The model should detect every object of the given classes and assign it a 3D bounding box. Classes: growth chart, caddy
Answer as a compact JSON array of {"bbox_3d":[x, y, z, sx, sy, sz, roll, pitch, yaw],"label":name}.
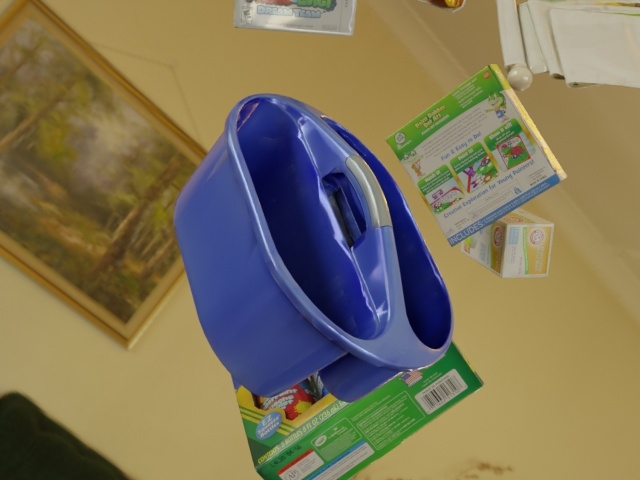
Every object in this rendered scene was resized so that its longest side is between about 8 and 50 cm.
[{"bbox_3d":[0.236,-0.135,0.581,0.237,0.172,0.021,10,-49,11],"label":"growth chart"},{"bbox_3d":[0.000,0.000,0.847,0.241,0.179,0.341,13,44,-42],"label":"caddy"}]

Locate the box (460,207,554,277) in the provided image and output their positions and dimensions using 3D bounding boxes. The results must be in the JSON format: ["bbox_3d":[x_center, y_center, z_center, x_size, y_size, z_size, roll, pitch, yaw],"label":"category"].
[{"bbox_3d":[0.377,-0.004,1.707,0.103,0.114,0.203,-1,15,-14],"label":"box"}]

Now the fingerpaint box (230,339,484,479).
[{"bbox_3d":[0.051,0.276,1.726,0.163,0.445,0.371,53,4,-27],"label":"fingerpaint box"}]

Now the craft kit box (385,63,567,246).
[{"bbox_3d":[0.282,-0.153,1.550,0.250,0.061,0.246,-33,-93,32],"label":"craft kit box"}]

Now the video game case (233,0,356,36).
[{"bbox_3d":[-0.025,-0.325,1.011,0.157,0.143,0.019,-2,19,-24],"label":"video game case"}]

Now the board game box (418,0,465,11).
[{"bbox_3d":[0.115,-0.628,1.393,0.390,0.390,0.050,22,16,11],"label":"board game box"}]
